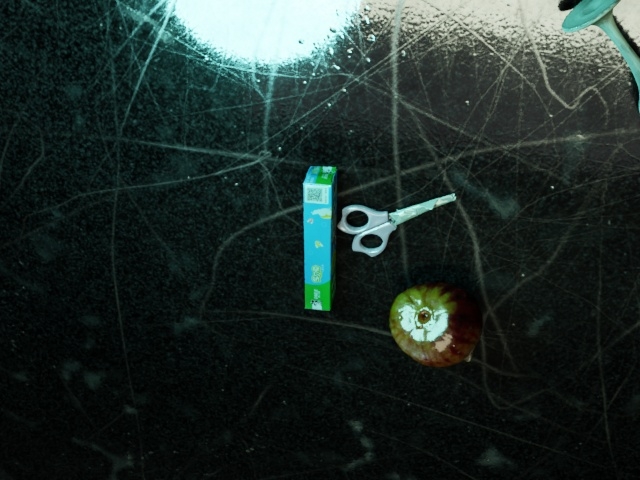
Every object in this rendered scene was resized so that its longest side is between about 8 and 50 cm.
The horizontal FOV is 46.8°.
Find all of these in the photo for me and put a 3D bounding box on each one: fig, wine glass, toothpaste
[{"bbox_3d":[0.225,0.148,1.312,0.202,0.148,0.149,2,172,-28],"label":"fig"},{"bbox_3d":[0.492,-0.200,0.954,0.096,0.264,0.309,-46,107,-7],"label":"wine glass"},{"bbox_3d":[0.000,0.000,1.308,0.050,0.065,0.266,5,123,7],"label":"toothpaste"}]

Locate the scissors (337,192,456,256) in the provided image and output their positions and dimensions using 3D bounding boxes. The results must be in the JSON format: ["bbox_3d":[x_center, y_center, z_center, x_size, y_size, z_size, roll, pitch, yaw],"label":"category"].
[{"bbox_3d":[0.134,-0.038,1.275,0.212,0.021,0.110,-20,118,25],"label":"scissors"}]
